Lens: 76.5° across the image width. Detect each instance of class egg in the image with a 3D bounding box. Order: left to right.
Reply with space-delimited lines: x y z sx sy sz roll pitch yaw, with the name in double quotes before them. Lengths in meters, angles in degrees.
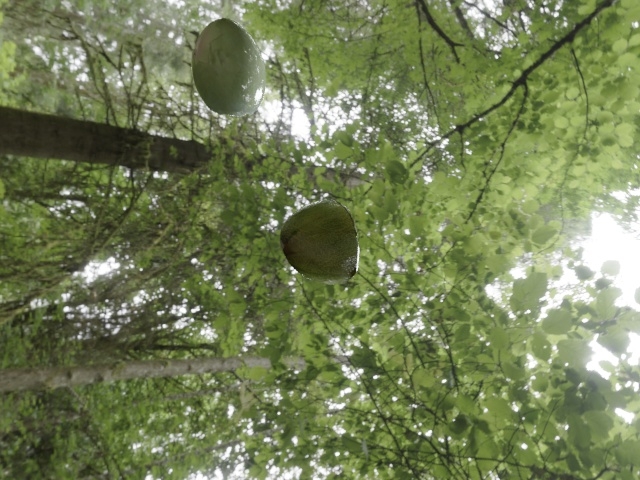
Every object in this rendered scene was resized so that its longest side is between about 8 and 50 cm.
"egg" -0.225 -0.428 1.004 0.183 0.183 0.217 35 -47 36

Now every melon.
"melon" 0.000 0.000 0.697 0.079 0.128 0.160 -37 -113 64
